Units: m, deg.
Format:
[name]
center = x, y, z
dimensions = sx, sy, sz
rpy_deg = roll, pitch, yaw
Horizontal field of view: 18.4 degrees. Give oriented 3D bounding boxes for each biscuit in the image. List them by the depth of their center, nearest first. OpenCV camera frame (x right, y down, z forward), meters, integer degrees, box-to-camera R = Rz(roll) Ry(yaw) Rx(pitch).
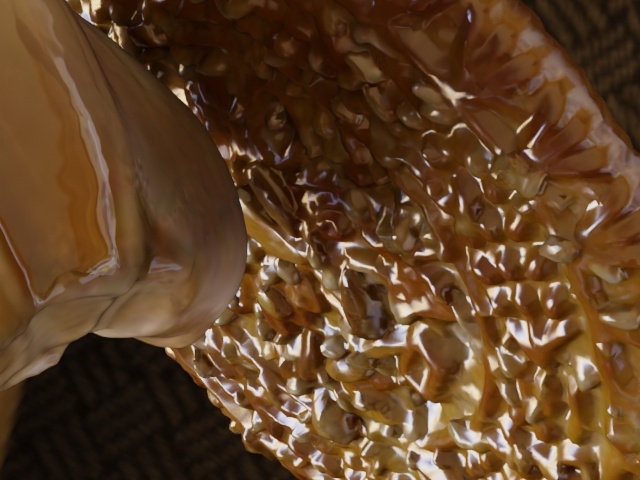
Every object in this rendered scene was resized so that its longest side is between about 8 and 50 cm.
[biscuit]
center = 0.000, 0.000, 0.652
dimensions = 0.305, 0.305, 0.038
rpy_deg = 39, 60, 18

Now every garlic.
[garlic]
center = -0.140, -0.051, 0.551
dimensions = 0.228, 0.217, 0.110
rpy_deg = 42, 122, 16
